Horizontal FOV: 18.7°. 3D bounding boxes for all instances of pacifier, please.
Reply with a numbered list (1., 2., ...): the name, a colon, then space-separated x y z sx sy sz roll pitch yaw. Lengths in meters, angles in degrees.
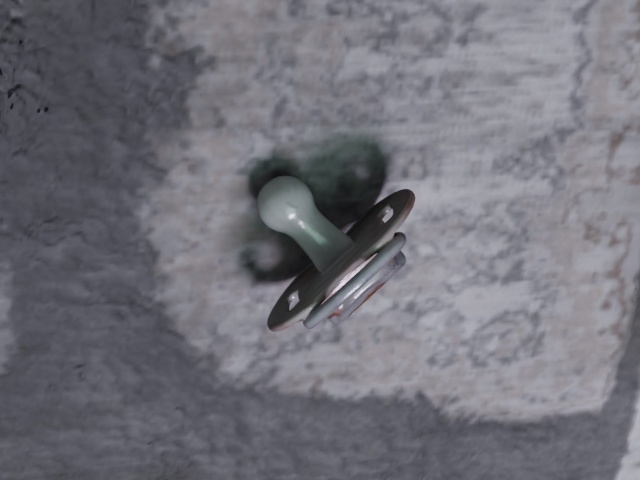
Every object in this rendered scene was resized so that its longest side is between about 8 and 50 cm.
1. pacifier: 0.000 0.000 0.960 0.099 0.081 0.078 -42 100 7
